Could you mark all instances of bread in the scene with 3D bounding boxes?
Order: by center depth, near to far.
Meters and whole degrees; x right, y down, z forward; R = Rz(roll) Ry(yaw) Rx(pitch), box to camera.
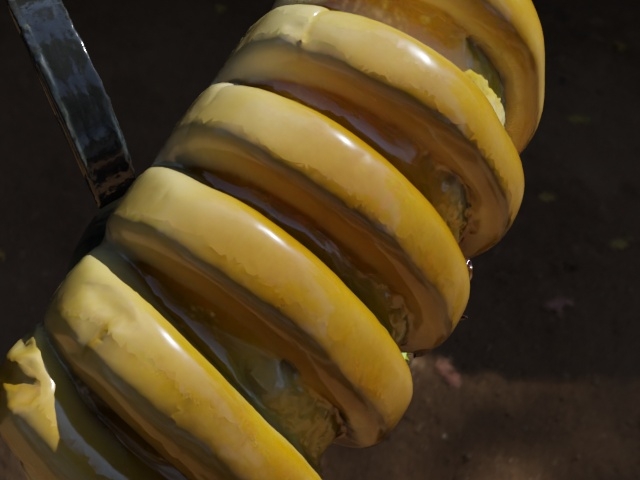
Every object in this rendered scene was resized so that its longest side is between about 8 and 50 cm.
[{"bbox_3d":[0.000,0.000,0.532,0.121,0.173,0.311,22,71,32],"label":"bread"}]

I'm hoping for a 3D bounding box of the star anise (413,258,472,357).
[{"bbox_3d":[0.156,0.099,1.615,0.140,0.158,0.144,25,12,-47],"label":"star anise"}]

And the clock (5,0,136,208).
[{"bbox_3d":[-0.199,-0.116,1.005,0.040,0.184,0.184,-25,59,-10],"label":"clock"}]

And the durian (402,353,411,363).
[{"bbox_3d":[0.079,0.156,1.847,0.100,0.086,0.215,58,39,-26],"label":"durian"}]

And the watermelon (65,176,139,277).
[{"bbox_3d":[-0.107,0.047,1.319,0.279,0.359,0.279,11,75,-47],"label":"watermelon"}]
